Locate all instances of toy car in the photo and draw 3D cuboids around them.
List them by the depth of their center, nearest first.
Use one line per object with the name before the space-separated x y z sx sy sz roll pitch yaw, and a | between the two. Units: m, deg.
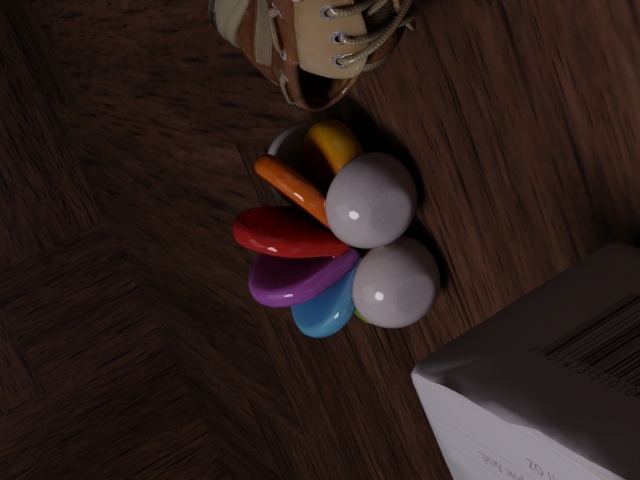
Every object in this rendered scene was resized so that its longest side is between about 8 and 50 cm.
toy car | 0.000 0.000 0.911 0.159 0.136 0.182 33 147 55

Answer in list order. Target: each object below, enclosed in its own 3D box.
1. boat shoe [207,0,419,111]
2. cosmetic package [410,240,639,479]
boat shoe | 0.013 -0.164 0.694 0.120 0.122 0.324 55 170 2
cosmetic package | 0.217 0.214 0.602 0.217 0.156 0.385 24 139 64
